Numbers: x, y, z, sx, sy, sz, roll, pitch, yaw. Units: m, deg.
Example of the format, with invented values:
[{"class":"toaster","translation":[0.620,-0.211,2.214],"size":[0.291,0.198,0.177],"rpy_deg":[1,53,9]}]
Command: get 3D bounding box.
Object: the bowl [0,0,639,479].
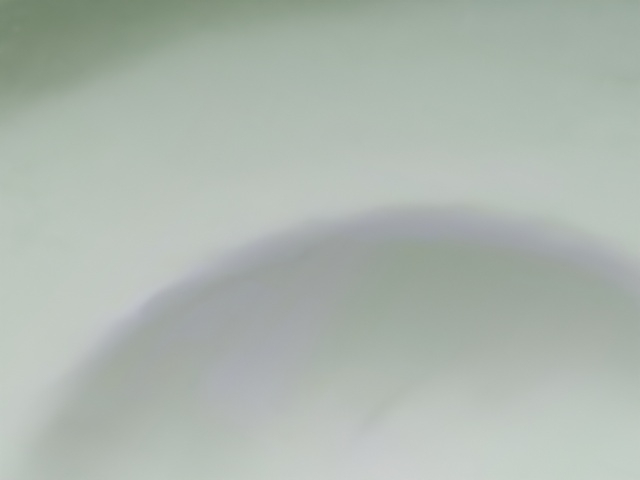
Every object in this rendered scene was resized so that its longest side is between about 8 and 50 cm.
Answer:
[{"class":"bowl","translation":[0.000,0.000,0.272],"size":[0.354,0.354,0.185],"rpy_deg":[-9,-49,7]}]
